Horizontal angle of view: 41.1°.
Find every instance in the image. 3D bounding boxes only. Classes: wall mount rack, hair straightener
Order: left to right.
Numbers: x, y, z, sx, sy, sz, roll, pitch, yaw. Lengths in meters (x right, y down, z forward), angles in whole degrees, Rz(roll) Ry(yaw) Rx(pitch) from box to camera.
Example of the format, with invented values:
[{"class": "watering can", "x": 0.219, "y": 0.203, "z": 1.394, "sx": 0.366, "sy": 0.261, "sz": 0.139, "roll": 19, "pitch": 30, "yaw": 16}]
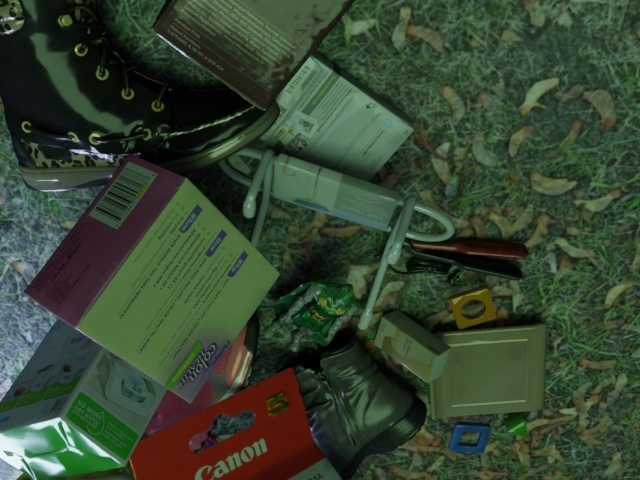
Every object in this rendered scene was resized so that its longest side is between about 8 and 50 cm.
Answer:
[{"class": "wall mount rack", "x": 0.000, "y": 0.000, "z": 1.226, "sx": 0.350, "sy": 0.130, "sz": 0.304, "roll": 18, "pitch": 157, "yaw": 2}, {"class": "hair straightener", "x": 0.195, "y": 0.040, "z": 1.305, "sx": 0.231, "sy": 0.047, "sz": 0.089, "roll": 3, "pitch": 121, "yaw": -1}]

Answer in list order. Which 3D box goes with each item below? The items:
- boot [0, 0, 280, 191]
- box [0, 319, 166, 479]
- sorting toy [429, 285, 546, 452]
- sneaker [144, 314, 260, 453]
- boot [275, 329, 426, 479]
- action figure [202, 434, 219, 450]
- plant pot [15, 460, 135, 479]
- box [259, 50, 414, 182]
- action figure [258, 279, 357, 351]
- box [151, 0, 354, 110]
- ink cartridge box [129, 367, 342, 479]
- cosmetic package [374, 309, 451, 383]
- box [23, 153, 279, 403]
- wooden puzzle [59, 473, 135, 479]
[{"class": "boot", "x": -0.266, "y": -0.224, "z": 1.094, "sx": 0.378, "sy": 0.138, "sz": 0.284, "roll": -8, "pitch": 122, "yaw": 17}, {"class": "box", "x": -0.348, "y": 0.214, "z": 1.261, "sx": 0.262, "sy": 0.231, "sz": 0.127, "roll": -22, "pitch": 122, "yaw": 42}, {"class": "sorting toy", "x": 0.274, "y": 0.209, "z": 1.412, "sx": 0.196, "sy": 0.047, "sz": 0.347, "roll": -7, "pitch": 121, "yaw": 0}, {"class": "sneaker", "x": -0.207, "y": 0.232, "z": 1.388, "sx": 0.136, "sy": 0.116, "sz": 0.313, "roll": 27, "pitch": 118, "yaw": -14}, {"class": "boot", "x": -0.009, "y": 0.303, "z": 1.449, "sx": 0.338, "sy": 0.118, "sz": 0.223, "roll": -42, "pitch": 106, "yaw": 15}, {"class": "action figure", "x": -0.184, "y": 0.381, "z": 1.531, "sx": 0.038, "sy": 0.030, "sz": 0.115, "roll": -35, "pitch": 113, "yaw": 25}, {"class": "plant pot", "x": -0.401, "y": 0.465, "z": 1.479, "sx": 0.227, "sy": 0.207, "sz": 0.228, "roll": -14, "pitch": 121, "yaw": 9}, {"class": "box", "x": 0.013, "y": -0.160, "z": 1.189, "sx": 0.186, "sy": 0.038, "sz": 0.145, "roll": 32, "pitch": 117, "yaw": -17}, {"class": "action figure", "x": -0.010, "y": 0.106, "z": 1.247, "sx": 0.137, "sy": 0.063, "sz": 0.232, "roll": 26, "pitch": 151, "yaw": -13}, {"class": "box", "x": -0.069, "y": -0.303, "z": 1.025, "sx": 0.167, "sy": 0.168, "sz": 0.203, "roll": 35, "pitch": 116, "yaw": -18}, {"class": "ink cartridge box", "x": -0.083, "y": 0.425, "z": 1.274, "sx": 0.308, "sy": 0.091, "sz": 0.384, "roll": -21, "pitch": 99, "yaw": -35}, {"class": "cosmetic package", "x": 0.145, "y": 0.167, "z": 1.348, "sx": 0.115, "sy": 0.041, "sz": 0.060, "roll": 33, "pitch": 126, "yaw": 32}, {"class": "box", "x": -0.202, "y": 0.052, "z": 1.082, "sx": 0.213, "sy": 0.117, "sz": 0.243, "roll": -56, "pitch": 141, "yaw": -13}, {"class": "wooden puzzle", "x": -0.412, "y": 0.491, "z": 1.307, "sx": 0.348, "sy": 0.080, "sz": 0.322, "roll": -3, "pitch": 129, "yaw": 3}]
